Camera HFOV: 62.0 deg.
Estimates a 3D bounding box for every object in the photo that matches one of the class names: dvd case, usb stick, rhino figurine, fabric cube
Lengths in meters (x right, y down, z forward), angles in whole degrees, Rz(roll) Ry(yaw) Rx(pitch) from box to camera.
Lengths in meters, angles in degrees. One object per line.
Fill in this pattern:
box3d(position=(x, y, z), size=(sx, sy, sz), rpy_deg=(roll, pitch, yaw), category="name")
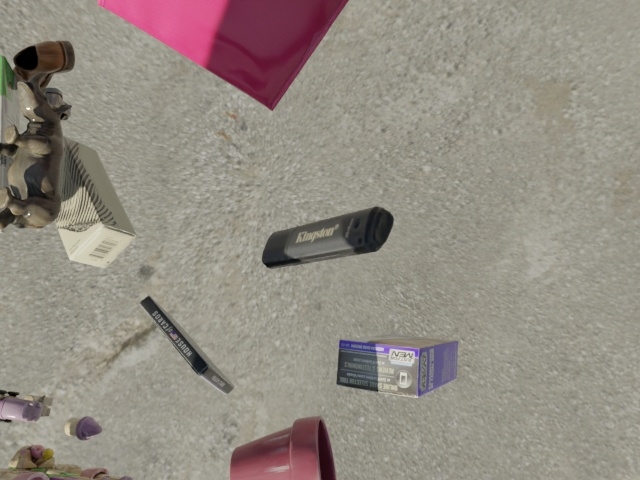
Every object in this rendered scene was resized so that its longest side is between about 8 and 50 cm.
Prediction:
box3d(position=(-0.255, 0.213, 1.044), size=(0.029, 0.239, 0.179), rpy_deg=(-41, 70, -16), category="dvd case")
box3d(position=(0.000, 0.000, 0.848), size=(0.045, 0.278, 0.077), rpy_deg=(43, 58, -27), category="usb stick")
box3d(position=(-0.426, -0.132, 0.788), size=(0.073, 0.106, 0.244), rpy_deg=(1, 83, 24), category="rhino figurine")
box3d(position=(-0.091, -0.390, 0.704), size=(0.258, 0.259, 0.254), rpy_deg=(28, 134, -18), category="fabric cube")

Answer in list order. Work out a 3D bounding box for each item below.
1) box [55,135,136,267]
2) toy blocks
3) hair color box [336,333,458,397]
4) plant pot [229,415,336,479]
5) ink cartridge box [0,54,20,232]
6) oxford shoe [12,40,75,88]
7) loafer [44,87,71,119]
box3d(position=(-0.498, -0.083, 1.121), size=(0.113, 0.094, 0.275), rpy_deg=(-43, 62, 12), category="box")
box3d(position=(-0.515, 0.486, 1.089), size=(0.259, 0.288, 0.309), rpy_deg=(-2, 69, 23), category="toy blocks")
box3d(position=(0.192, 0.281, 1.246), size=(0.185, 0.338, 0.110), rpy_deg=(1, 85, 27), category="hair color box")
box3d(position=(-0.071, 0.453, 1.030), size=(0.180, 0.201, 0.202), rpy_deg=(-10, 97, 6), category="plant pot")
box3d(position=(-0.604, -0.161, 0.930), size=(0.121, 0.211, 0.290), rpy_deg=(2, 91, -24), category="ink cartridge box")
box3d(position=(-0.548, -0.334, 1.007), size=(0.076, 0.212, 0.076), rpy_deg=(-19, 99, -47), category="oxford shoe")
box3d(position=(-0.508, -0.252, 1.023), size=(0.045, 0.125, 0.039), rpy_deg=(-3, 82, -17), category="loafer")
